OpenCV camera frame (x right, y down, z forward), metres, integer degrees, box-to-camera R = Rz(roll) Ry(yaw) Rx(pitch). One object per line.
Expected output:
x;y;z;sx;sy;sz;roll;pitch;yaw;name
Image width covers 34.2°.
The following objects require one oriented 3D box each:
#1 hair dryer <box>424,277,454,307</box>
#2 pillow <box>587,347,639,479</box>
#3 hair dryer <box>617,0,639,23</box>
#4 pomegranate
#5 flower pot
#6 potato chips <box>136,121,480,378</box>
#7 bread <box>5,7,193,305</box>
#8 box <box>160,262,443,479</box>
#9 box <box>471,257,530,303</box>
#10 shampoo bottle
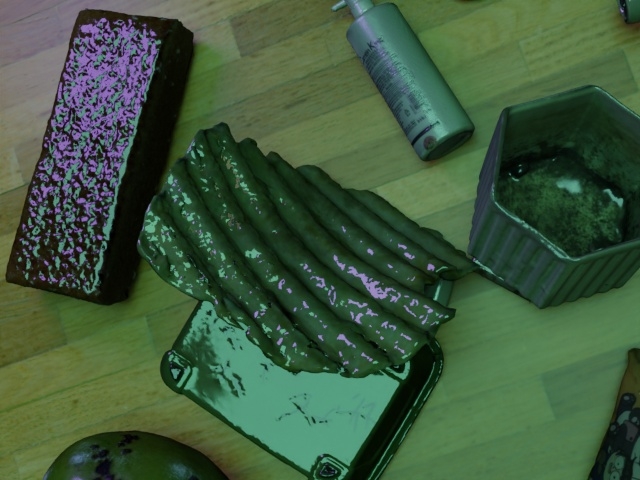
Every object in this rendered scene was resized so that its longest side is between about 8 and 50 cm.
0.115;0.067;1.408;0.124;0.038;0.063;16;85;21;hair dryer
0.434;0.297;1.212;0.312;0.119;0.310;18;84;55;pillow
0.489;-0.388;1.289;0.296;0.119;0.298;-34;121;16;hair dryer
-0.247;0.375;1.298;0.291;0.323;0.290;-3;82;18;pomegranate
0.301;-0.048;1.275;0.239;0.189;0.209;39;73;12;flower pot
-0.008;-0.003;1.278;0.389;0.373;0.097;29;125;7;potato chips
-0.310;-0.120;1.479;0.165;0.113;0.416;13;85;12;bread
-0.034;0.164;1.351;0.329;0.178;0.252;30;92;14;box
0.251;0.034;1.373;0.098;0.045;0.062;31;90;15;box
0.108;-0.236;1.417;0.085;0.085;0.262;-32;78;7;shampoo bottle
